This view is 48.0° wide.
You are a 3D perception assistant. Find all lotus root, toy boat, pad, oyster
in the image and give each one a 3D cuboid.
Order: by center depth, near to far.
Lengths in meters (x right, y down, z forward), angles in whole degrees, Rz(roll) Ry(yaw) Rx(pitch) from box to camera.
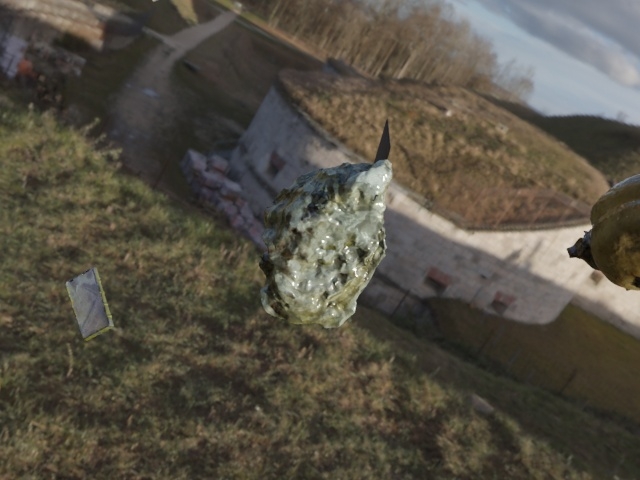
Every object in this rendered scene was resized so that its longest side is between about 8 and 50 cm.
[{"bbox_3d":[0.000,0.000,0.655,0.125,0.177,0.064,17,19,15],"label":"oyster"},{"bbox_3d":[0.443,-0.014,0.943,0.140,0.154,0.257,6,-16,-12],"label":"lotus root"},{"bbox_3d":[-0.392,0.106,1.219,0.115,0.063,0.016,66,11,20],"label":"toy boat"},{"bbox_3d":[0.113,-0.145,1.389,0.003,0.157,0.112,9,41,-6],"label":"pad"}]
